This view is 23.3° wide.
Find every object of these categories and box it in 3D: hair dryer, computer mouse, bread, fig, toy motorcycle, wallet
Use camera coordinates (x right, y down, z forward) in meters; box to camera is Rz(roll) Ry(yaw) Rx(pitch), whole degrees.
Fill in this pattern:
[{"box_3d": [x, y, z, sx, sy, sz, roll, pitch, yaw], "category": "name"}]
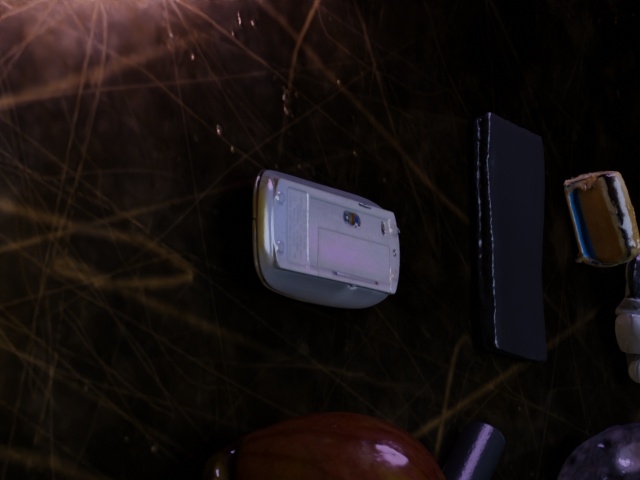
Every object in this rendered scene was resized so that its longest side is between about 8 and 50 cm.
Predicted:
[{"box_3d": [0.150, 0.295, 1.449, 0.173, 0.050, 0.194, -56, 132, -42], "category": "hair dryer"}, {"box_3d": [-0.001, 0.000, 1.289, 0.199, 0.045, 0.102, 13, 72, -52], "category": "computer mouse"}, {"box_3d": [0.315, -0.024, 1.713, 0.053, 0.072, 0.106, -26, 104, -53], "category": "bread"}, {"box_3d": [-0.002, 0.213, 1.145, 0.205, 0.205, 0.205, 15, 72, -52], "category": "fig"}, {"box_3d": [0.392, 0.099, 1.796, 0.229, 0.074, 0.151, 38, 62, -55], "category": "toy motorcycle"}, {"box_3d": [0.196, -0.001, 1.581, 0.124, 0.025, 0.244, 16, 69, -52], "category": "wallet"}]

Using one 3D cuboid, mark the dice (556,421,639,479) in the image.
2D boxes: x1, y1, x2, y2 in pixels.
[{"box_3d": [0.348, 0.308, 1.599, 0.182, 0.181, 0.183, 57, 40, -30], "category": "dice"}]
